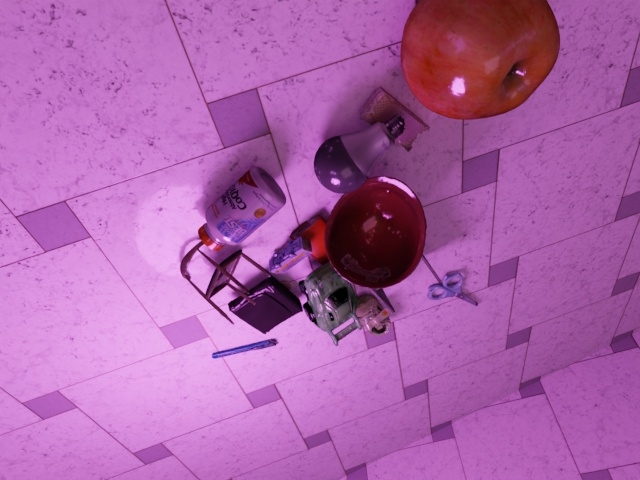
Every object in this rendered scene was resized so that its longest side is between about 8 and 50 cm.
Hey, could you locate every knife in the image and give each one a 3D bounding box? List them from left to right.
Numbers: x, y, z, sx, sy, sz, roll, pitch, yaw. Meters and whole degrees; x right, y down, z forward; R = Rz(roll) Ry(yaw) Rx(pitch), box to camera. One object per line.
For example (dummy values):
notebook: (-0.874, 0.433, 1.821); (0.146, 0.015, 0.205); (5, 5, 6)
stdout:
knife: (-0.330, 0.482, 2.006); (0.296, 0.026, 0.044); (-12, 143, -11)

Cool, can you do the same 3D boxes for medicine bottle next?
medicine bottle: (-0.260, -0.090, 1.459); (0.288, 0.157, 0.157); (-39, 131, 14)

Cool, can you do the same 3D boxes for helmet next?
helmet: (0.203, -0.037, 1.618); (0.337, 0.230, 0.386); (13, 100, 11)

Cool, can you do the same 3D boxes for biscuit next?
biscuit: (0.238, -0.385, 1.459); (0.238, 0.062, 0.108); (26, 118, -34)

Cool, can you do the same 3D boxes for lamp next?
lamp: (0.130, -0.265, 1.432); (0.313, 0.182, 0.182); (-23, 133, 4)

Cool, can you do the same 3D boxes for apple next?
apple: (0.427, -0.514, 1.229); (0.390, 0.347, 0.392); (-14, 135, -15)

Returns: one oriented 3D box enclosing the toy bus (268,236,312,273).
toy bus: (-0.113, 0.058, 1.676); (0.075, 0.064, 0.190); (18, 138, -37)

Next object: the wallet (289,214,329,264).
wallet: (0.000, 0.000, 1.706); (0.142, 0.045, 0.204); (-36, 131, 15)

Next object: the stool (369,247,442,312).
stool: (0.304, 0.114, 1.829); (0.243, 0.170, 0.270); (-34, 132, 11)

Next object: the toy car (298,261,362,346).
toy car: (0.053, 0.241, 1.807); (0.213, 0.176, 0.359); (-29, 141, -17)

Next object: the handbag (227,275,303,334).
handbag: (-0.215, 0.257, 1.810); (0.222, 0.080, 0.247); (-31, 133, 13)

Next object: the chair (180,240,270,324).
chair: (-0.344, 0.127, 1.623); (0.272, 0.166, 0.188); (35, 120, 8)

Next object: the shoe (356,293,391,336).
shoe: (0.238, 0.333, 2.036); (0.140, 0.128, 0.262); (-43, 134, -1)

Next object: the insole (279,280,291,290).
insole: (-0.233, 0.228, 1.835); (0.247, 0.011, 0.081); (-24, 132, 1)

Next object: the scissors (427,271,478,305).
scissors: (0.659, 0.255, 2.175); (0.360, 0.030, 0.191); (26, 120, -37)
